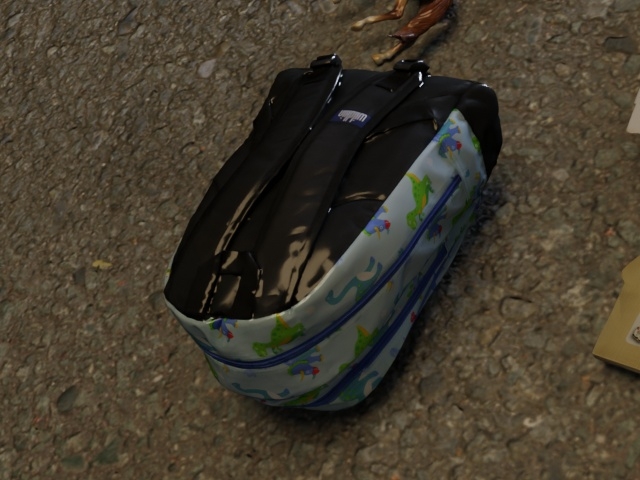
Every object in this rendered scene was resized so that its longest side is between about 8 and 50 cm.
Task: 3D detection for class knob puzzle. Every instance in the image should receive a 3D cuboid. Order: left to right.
[{"bbox_3d":[0.372,0.057,1.113,0.213,0.030,0.213,-16,49,20],"label":"knob puzzle"}]

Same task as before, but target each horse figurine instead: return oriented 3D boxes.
[{"bbox_3d":[0.104,-0.333,1.549,0.174,0.066,0.263,-35,43,9],"label":"horse figurine"}]

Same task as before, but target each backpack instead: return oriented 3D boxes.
[{"bbox_3d":[0.000,0.000,1.244,0.290,0.273,0.355,8,38,32],"label":"backpack"}]

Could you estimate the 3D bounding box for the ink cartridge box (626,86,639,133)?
[{"bbox_3d":[0.396,-0.161,1.247,0.104,0.060,0.180,9,60,34],"label":"ink cartridge box"}]
